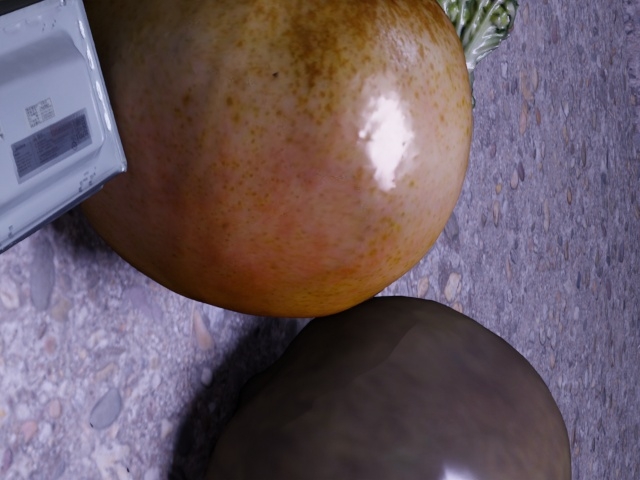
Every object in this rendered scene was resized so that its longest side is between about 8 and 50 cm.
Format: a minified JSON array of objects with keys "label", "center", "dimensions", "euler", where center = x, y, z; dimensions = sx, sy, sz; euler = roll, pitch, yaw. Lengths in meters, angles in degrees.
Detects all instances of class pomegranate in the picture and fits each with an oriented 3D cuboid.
[{"label":"pomegranate","center":[-0.034,-0.099,0.728],"dimensions":[0.319,0.319,0.319],"euler":[-4,94,-61]}]

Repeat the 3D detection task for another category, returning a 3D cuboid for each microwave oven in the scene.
[{"label":"microwave oven","center":[-0.226,-0.048,0.549],"dimensions":[0.208,0.162,0.123],"euler":[-47,131,-56]}]

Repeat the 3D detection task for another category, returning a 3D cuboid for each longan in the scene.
[{"label":"longan","center":[0.060,0.223,0.939],"dimensions":[0.361,0.360,0.361],"euler":[-4,94,-61]}]

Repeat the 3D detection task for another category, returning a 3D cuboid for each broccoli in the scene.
[{"label":"broccoli","center":[0.140,-0.185,1.251],"dimensions":[0.145,0.164,0.304],"euler":[-105,-154,-82]}]

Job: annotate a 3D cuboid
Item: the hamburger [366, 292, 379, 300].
[{"label":"hamburger","center":[0.000,0.000,0.966],"dimensions":[0.185,0.159,0.131],"euler":[-21,94,-69]}]
